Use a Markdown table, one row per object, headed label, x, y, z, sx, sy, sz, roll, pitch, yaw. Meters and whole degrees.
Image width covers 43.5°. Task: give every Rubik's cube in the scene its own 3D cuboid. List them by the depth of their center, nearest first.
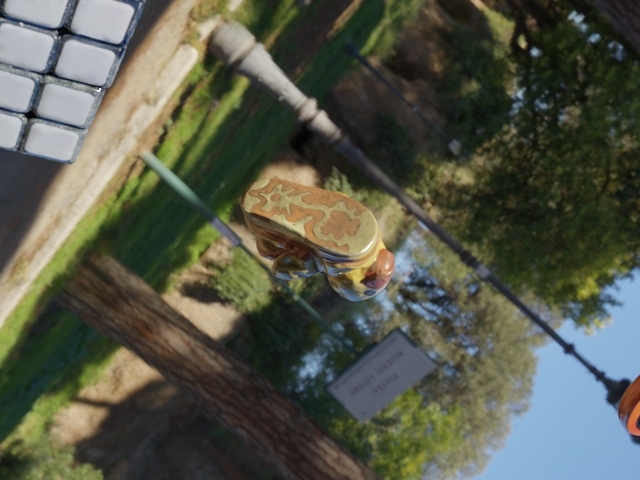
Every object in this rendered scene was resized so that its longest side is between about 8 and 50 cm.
| label | x | y | z | sx | sy | sz | roll | pitch | yaw |
| --- | --- | --- | --- | --- | --- | --- | --- | --- | --- |
| Rubik's cube | -0.458 | -0.362 | 1.127 | 0.337 | 0.343 | 0.345 | -49 | -140 | 44 |

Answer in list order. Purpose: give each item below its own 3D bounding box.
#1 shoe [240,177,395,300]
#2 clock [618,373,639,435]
| label | x | y | z | sx | sy | sz | roll | pitch | yaw |
| --- | --- | --- | --- | --- | --- | --- | --- | --- | --- |
| shoe | -0.001 | -0.003 | 0.546 | 0.069 | 0.109 | 0.072 | 90 | 11 | -56 |
| clock | 0.503 | 0.201 | 1.098 | 0.205 | 0.205 | 0.051 | -45 | -133 | 18 |
